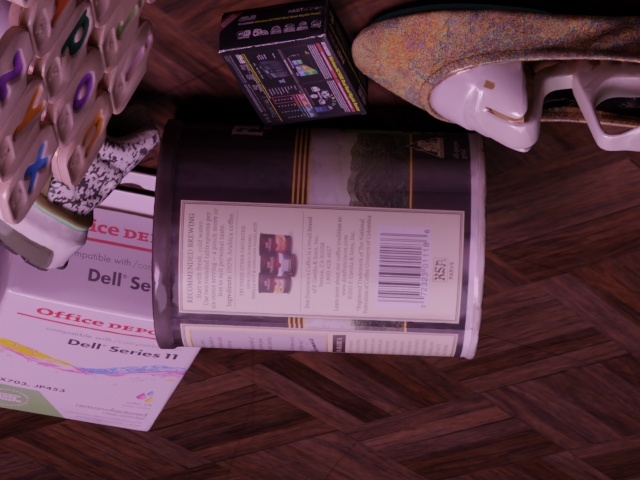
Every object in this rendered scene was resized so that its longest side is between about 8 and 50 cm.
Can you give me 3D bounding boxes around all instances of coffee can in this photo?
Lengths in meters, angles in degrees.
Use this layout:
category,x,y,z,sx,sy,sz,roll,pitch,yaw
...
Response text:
category,x,y,z,sx,sy,sz,roll,pitch,yaw
coffee can,0.000,0.000,1.608,0.275,0.201,0.201,2,151,0

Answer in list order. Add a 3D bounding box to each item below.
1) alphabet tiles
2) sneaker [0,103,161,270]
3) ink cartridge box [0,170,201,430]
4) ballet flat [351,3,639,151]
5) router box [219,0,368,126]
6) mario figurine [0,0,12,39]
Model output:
category,x,y,z,sx,sy,sz,roll,pitch,yaw
alphabet tiles,-0.166,-0.159,1.274,0.021,0.278,0.284,21,154,12
sneaker,-0.279,-0.148,1.485,0.182,0.158,0.410,-39,138,7
ink cartridge box,-0.223,0.061,1.823,0.207,0.119,0.353,11,150,-14
ballet flat,0.196,-0.123,1.459,0.348,0.123,0.123,1,151,4
router box,-0.020,-0.145,1.516,0.092,0.038,0.122,-6,151,16
mario figurine,-0.301,-0.209,1.273,0.170,0.198,0.320,-25,138,23
